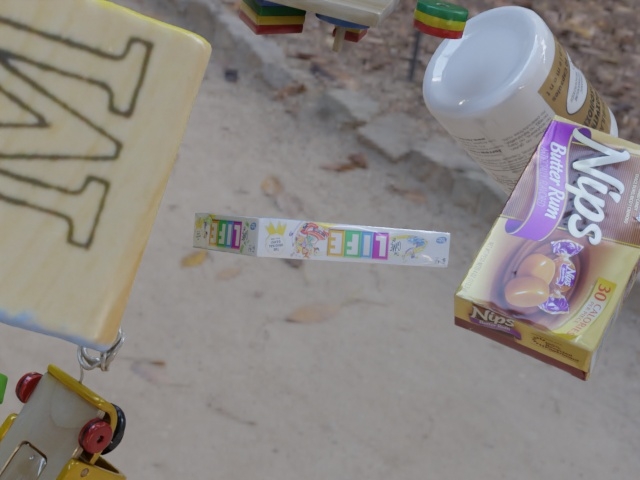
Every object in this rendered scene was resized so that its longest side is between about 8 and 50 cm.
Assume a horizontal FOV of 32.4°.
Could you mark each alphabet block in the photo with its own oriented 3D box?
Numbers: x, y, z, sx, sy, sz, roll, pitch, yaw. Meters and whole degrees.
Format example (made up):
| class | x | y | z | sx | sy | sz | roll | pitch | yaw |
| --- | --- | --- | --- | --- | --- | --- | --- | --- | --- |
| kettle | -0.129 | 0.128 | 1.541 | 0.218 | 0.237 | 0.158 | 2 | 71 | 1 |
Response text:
| class | x | y | z | sx | sy | sz | roll | pitch | yaw |
| --- | --- | --- | --- | --- | --- | --- | --- | --- | --- |
| alphabet block | -0.201 | -0.063 | 0.706 | 0.193 | 0.197 | 0.192 | 18 | 2 | -18 |

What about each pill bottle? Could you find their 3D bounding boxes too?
| class | x | y | z | sx | sy | sz | roll | pitch | yaw |
| --- | --- | --- | --- | --- | --- | --- | --- | --- | --- |
| pill bottle | 0.212 | -0.107 | 1.067 | 0.229 | 0.131 | 0.131 | 40 | 6 | -38 |

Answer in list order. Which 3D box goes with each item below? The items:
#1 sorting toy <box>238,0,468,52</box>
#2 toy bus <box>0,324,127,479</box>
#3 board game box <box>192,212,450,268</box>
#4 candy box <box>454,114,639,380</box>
| class | x | y | z | sx | sy | sz | roll | pitch | yaw |
| --- | --- | --- | --- | --- | --- | --- | --- | --- | --- |
| sorting toy | -0.018 | -0.196 | 0.921 | 0.274 | 0.046 | 0.132 | 16 | 22 | 6 |
| toy bus | -0.216 | 0.191 | 0.914 | 0.202 | 0.104 | 0.191 | -20 | 59 | 18 |
| board game box | 0.000 | 0.000 | 0.786 | 0.154 | 0.026 | 0.103 | 4 | 0 | -30 |
| candy box | 0.189 | 0.001 | 0.834 | 0.109 | 0.053 | 0.187 | 23 | 64 | 20 |
